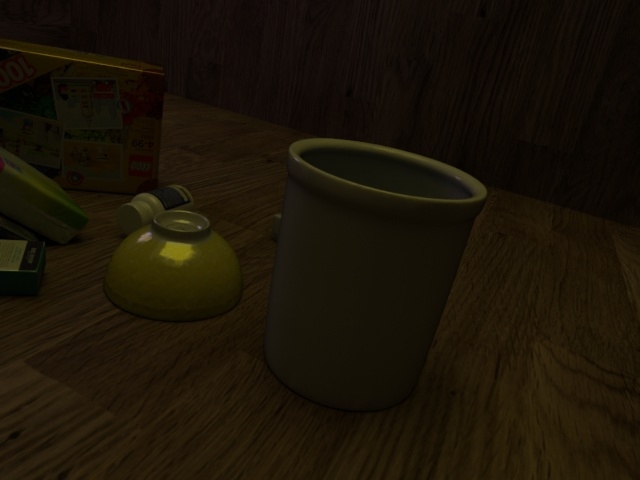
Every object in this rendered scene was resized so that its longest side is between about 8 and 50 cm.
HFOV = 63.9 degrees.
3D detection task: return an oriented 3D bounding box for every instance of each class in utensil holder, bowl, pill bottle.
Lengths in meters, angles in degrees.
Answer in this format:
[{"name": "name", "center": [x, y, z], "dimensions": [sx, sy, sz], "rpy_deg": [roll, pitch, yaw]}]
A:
[{"name": "utensil holder", "center": [0.073, 0.051, 0.906], "dimensions": [0.327, 0.385, 0.327], "rpy_deg": [10, 21, -4]}, {"name": "bowl", "center": [-0.298, 0.028, 1.078], "dimensions": [0.289, 0.156, 0.289], "rpy_deg": [10, 23, -4]}, {"name": "pill bottle", "center": [-0.422, -0.074, 1.318], "dimensions": [0.112, 0.112, 0.186], "rpy_deg": [20, 23, 18]}]

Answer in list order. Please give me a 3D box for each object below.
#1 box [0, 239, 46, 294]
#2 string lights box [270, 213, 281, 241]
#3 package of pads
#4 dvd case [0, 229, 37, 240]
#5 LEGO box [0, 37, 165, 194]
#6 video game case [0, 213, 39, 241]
[{"name": "box", "center": [-0.656, 0.047, 0.957], "dimensions": [0.244, 0.060, 0.100], "rpy_deg": [3, 34, -20]}, {"name": "string lights box", "center": [0.000, 0.000, 1.400], "dimensions": [0.133, 0.077, 0.259], "rpy_deg": [-12, 32, -44]}, {"name": "package of pads", "center": [-0.699, -0.128, 1.151], "dimensions": [0.229, 0.101, 0.296], "rpy_deg": [32, -9, 40]}, {"name": "dvd case", "center": [-0.793, -0.022, 1.128], "dimensions": [0.253, 0.022, 0.180], "rpy_deg": [16, 22, 12]}, {"name": "LEGO box", "center": [-0.725, -0.352, 1.493], "dimensions": [0.500, 0.372, 0.193], "rpy_deg": [3, 24, -19]}, {"name": "video game case", "center": [-0.717, -0.082, 1.036], "dimensions": [0.196, 0.026, 0.274], "rpy_deg": [31, -10, 39]}]
